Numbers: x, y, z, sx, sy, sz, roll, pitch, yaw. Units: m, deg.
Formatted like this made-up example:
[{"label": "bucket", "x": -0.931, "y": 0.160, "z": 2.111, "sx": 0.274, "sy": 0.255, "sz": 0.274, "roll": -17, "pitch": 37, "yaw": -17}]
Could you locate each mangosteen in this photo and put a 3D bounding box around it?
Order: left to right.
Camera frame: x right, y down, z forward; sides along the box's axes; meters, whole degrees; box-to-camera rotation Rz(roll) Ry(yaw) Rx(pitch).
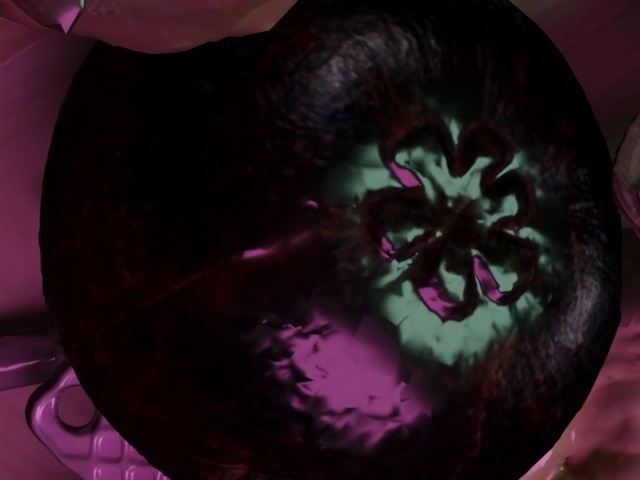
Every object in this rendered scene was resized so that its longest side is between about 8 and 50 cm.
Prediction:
[{"label": "mangosteen", "x": -0.003, "y": -0.005, "z": 0.684, "sx": 0.216, "sy": 0.216, "sz": 0.216, "roll": -9, "pitch": 131, "yaw": -11}]

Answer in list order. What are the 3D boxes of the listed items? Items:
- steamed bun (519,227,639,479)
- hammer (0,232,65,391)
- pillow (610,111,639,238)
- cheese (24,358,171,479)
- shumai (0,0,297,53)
[{"label": "steamed bun", "x": 0.166, "y": 0.158, "z": 0.850, "sx": 0.347, "sy": 0.237, "sz": 0.394, "roll": 13, "pitch": 114, "yaw": 15}, {"label": "hammer", "x": -0.257, "y": 0.083, "z": 0.769, "sx": 0.427, "sy": 0.044, "sz": 0.152, "roll": -13, "pitch": 131, "yaw": -7}, {"label": "pillow", "x": 0.194, "y": -0.050, "z": 0.700, "sx": 0.131, "sy": 0.232, "sz": 0.038, "roll": 39, "pitch": 147, "yaw": -5}, {"label": "cheese", "x": -0.031, "y": 0.136, "z": 0.743, "sx": 0.227, "sy": 0.064, "sz": 0.137, "roll": 45, "pitch": 104, "yaw": 7}, {"label": "shumai", "x": -0.007, "y": -0.220, "z": 0.474, "sx": 0.267, "sy": 0.262, "sz": 0.314, "roll": 19, "pitch": 107, "yaw": 12}]
